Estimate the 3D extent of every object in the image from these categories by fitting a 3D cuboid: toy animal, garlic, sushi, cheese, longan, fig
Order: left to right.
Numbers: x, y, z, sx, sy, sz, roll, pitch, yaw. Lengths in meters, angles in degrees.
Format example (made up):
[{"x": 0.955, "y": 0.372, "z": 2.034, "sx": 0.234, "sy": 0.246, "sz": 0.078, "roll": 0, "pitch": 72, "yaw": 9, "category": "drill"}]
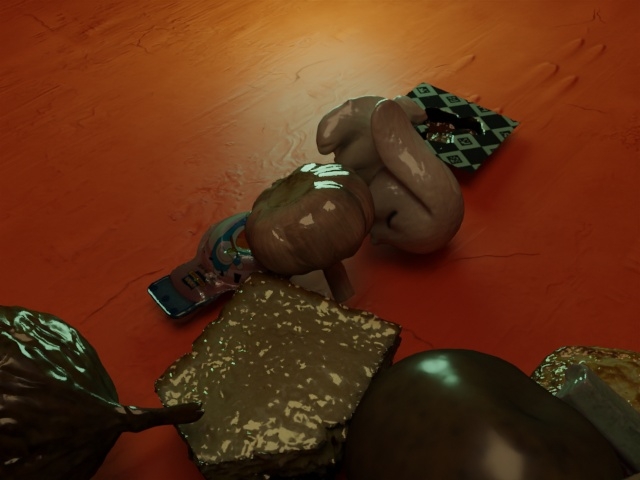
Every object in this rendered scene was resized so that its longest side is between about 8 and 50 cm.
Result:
[{"x": -0.318, "y": 0.204, "z": 0.895, "sx": 0.369, "sy": 0.286, "sz": 0.286, "roll": -8, "pitch": 43, "yaw": 16, "category": "fig"}, {"x": -0.146, "y": 0.034, "z": 1.235, "sx": 0.286, "sy": 0.074, "sz": 0.189, "roll": -31, "pitch": 50, "yaw": -24, "category": "cheese"}, {"x": 0.000, "y": 0.000, "z": 1.158, "sx": 0.219, "sy": 0.212, "sz": 0.218, "roll": -23, "pitch": 25, "yaw": 11, "category": "garlic"}, {"x": 0.137, "y": -0.102, "z": 1.259, "sx": 0.206, "sy": 0.271, "sz": 0.265, "roll": -32, "pitch": 62, "yaw": -2, "category": "toy animal"}, {"x": 0.246, "y": -0.214, "z": 1.489, "sx": 0.231, "sy": 0.047, "sz": 0.220, "roll": 29, "pitch": 48, "yaw": 22, "category": "sushi"}, {"x": 0.180, "y": 0.280, "z": 0.844, "sx": 0.289, "sy": 0.288, "sz": 0.350, "roll": -22, "pitch": 48, "yaw": -19, "category": "longan"}]

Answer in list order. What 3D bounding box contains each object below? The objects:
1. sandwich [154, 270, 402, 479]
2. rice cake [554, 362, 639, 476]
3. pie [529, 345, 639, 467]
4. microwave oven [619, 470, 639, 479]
[{"x": -0.062, "y": 0.210, "z": 1.018, "sx": 0.262, "sy": 0.131, "sz": 0.325, "roll": 19, "pitch": 46, "yaw": 19, "category": "sandwich"}, {"x": 0.394, "y": 0.272, "z": 0.906, "sx": 0.290, "sy": 0.081, "sz": 0.051, "roll": 44, "pitch": 19, "yaw": 1, "category": "rice cake"}, {"x": 0.383, "y": 0.221, "z": 1.017, "sx": 0.205, "sy": 0.084, "sz": 0.179, "roll": 4, "pitch": 31, "yaw": 13, "category": "pie"}, {"x": 0.507, "y": 0.367, "z": 0.646, "sx": 0.333, "sy": 0.247, "sz": 0.394, "roll": 18, "pitch": 44, "yaw": -38, "category": "microwave oven"}]
